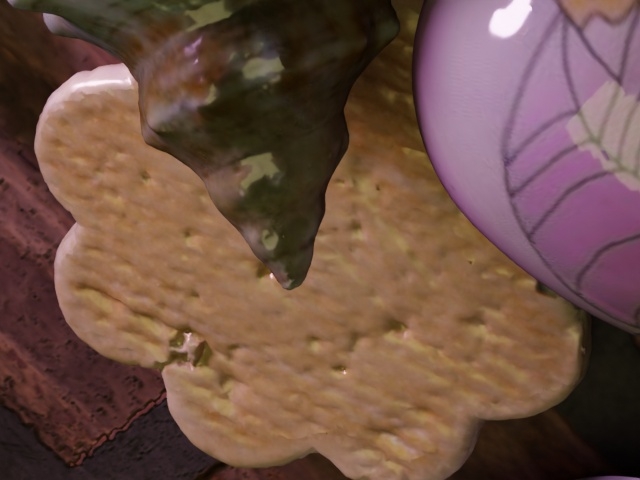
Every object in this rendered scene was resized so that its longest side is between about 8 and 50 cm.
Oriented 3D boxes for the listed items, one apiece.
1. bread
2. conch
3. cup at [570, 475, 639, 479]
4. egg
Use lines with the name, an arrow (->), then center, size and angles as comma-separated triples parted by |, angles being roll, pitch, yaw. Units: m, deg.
bread -> 0.000, 0.000, 0.967 | 0.316, 0.054, 0.316 | 9, 125, 13
conch -> -0.036, -0.169, 0.771 | 0.203, 0.169, 0.386 | -7, 111, 0
cup -> 0.175, 0.329, 0.997 | 0.253, 0.253, 0.371 | -24, 112, 32
egg -> 0.166, -0.044, 0.785 | 0.271, 0.196, 0.196 | 43, 127, -2
